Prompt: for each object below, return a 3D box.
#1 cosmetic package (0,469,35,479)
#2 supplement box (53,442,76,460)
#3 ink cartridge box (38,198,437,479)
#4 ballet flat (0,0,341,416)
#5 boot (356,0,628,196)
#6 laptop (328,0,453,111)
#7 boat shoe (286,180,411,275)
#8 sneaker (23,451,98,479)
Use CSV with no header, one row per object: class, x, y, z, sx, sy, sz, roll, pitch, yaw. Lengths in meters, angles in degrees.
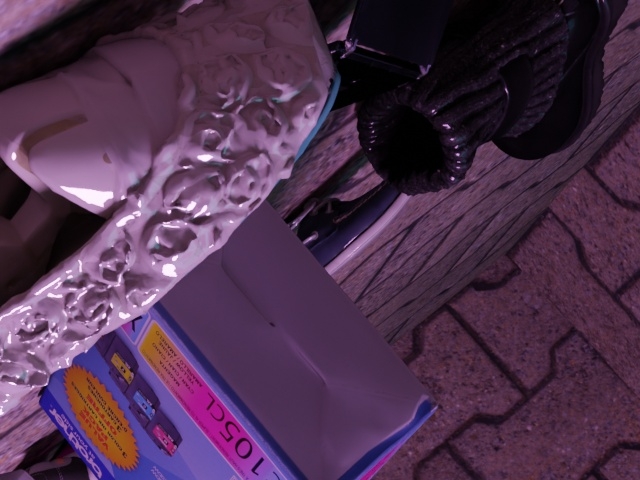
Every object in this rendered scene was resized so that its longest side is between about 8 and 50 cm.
cosmetic package,-0.314,0.350,1.098,0.365,0.155,0.197,-51,-164,-29
supplement box,-0.243,0.275,1.762,0.111,0.114,0.220,-32,168,-51
ink cartridge box,-0.094,0.156,1.343,0.151,0.270,0.395,-34,168,-30
ballet flat,-0.164,-0.001,0.828,0.409,0.147,0.147,-43,170,4
boot,0.154,-0.124,1.487,0.260,0.131,0.348,-46,162,-19
laptop,-0.004,-0.168,1.041,0.264,0.137,0.234,-18,177,17
boat shoe,0.000,0.000,1.604,0.254,0.079,0.095,-43,173,24
sneaker,-0.330,0.307,1.668,0.108,0.100,0.271,3,143,-42
